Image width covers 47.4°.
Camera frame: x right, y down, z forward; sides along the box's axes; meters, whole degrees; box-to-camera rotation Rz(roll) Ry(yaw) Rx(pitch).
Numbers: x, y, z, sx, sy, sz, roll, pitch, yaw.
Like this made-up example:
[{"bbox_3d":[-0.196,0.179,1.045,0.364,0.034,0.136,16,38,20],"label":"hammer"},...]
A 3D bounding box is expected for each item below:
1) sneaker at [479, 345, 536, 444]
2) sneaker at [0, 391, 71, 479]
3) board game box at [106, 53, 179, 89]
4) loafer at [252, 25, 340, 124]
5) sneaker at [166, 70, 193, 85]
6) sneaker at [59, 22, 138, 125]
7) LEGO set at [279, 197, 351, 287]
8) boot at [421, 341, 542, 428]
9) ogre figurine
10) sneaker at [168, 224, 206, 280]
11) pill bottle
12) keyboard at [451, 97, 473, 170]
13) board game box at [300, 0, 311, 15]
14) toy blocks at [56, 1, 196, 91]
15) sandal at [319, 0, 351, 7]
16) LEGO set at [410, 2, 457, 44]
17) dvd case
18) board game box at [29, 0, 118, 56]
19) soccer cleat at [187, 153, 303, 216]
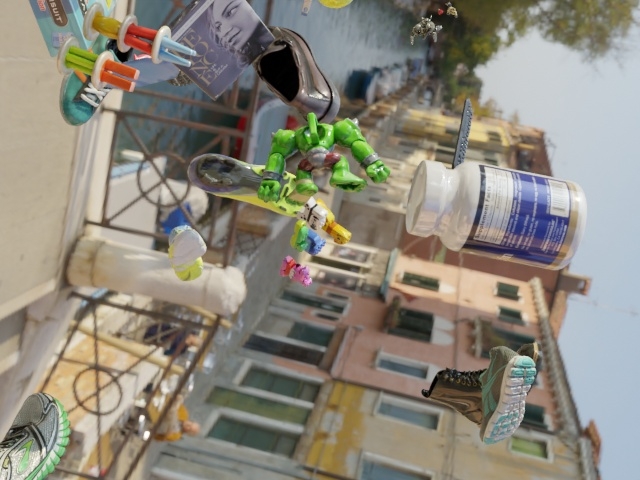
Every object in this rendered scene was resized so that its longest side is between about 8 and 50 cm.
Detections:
[{"bbox_3d":[0.275,0.236,1.125,0.076,0.065,0.166,43,-55,53],"label":"sneaker"},{"bbox_3d":[-0.596,0.427,1.409,0.146,0.134,0.343,52,24,-30],"label":"sneaker"},{"bbox_3d":[-0.376,-0.353,1.485,0.133,0.169,0.033,24,56,-76],"label":"board game box"},{"bbox_3d":[-0.067,-0.326,1.361,0.095,0.302,0.109,15,121,-45],"label":"loafer"},{"bbox_3d":[-0.304,-0.426,1.719,0.162,0.073,0.063,-36,162,-15],"label":"sneaker"},{"bbox_3d":[-0.566,-0.431,1.875,0.108,0.121,0.302,34,74,-53],"label":"sneaker"},{"bbox_3d":[0.000,0.000,1.442,0.087,0.093,0.227,-41,160,-39],"label":"LEGO set"},{"bbox_3d":[0.269,0.230,1.225,0.077,0.137,0.198,-66,-179,-61],"label":"boot"},{"bbox_3d":[0.000,-0.127,1.123,0.097,0.197,0.118,33,45,-60],"label":"ogre figurine"},{"bbox_3d":[-0.338,0.005,1.766,0.240,0.091,0.126,112,-41,-61],"label":"sneaker"},{"bbox_3d":[0.284,-0.047,1.203,0.153,0.265,0.153,-169,-90,-86],"label":"pill bottle"},{"bbox_3d":[0.312,-0.210,1.603,0.108,0.023,0.180,70,33,-65],"label":"keyboard"},{"bbox_3d":[-0.026,-0.640,1.876,0.090,0.020,0.090,126,-22,-74],"label":"board game box"},{"bbox_3d":[-0.253,-0.244,0.967,0.054,0.148,0.123,105,6,-60],"label":"toy blocks"},{"bbox_3d":[0.029,-0.681,1.591,0.138,0.126,0.317,-109,-173,-81],"label":"sandal"},{"bbox_3d":[0.169,-0.335,1.122,0.083,0.054,0.023,-50,140,11],"label":"LEGO set"},{"bbox_3d":[-0.179,-0.348,1.274,0.164,0.018,0.221,-45,158,4],"label":"dvd case"},{"bbox_3d":[-0.500,-0.548,1.440,0.336,0.079,0.254,-94,174,-55],"label":"board game box"},{"bbox_3d":[-0.153,-0.123,1.605,0.121,0.289,0.093,-1,-106,63],"label":"soccer cleat"}]
